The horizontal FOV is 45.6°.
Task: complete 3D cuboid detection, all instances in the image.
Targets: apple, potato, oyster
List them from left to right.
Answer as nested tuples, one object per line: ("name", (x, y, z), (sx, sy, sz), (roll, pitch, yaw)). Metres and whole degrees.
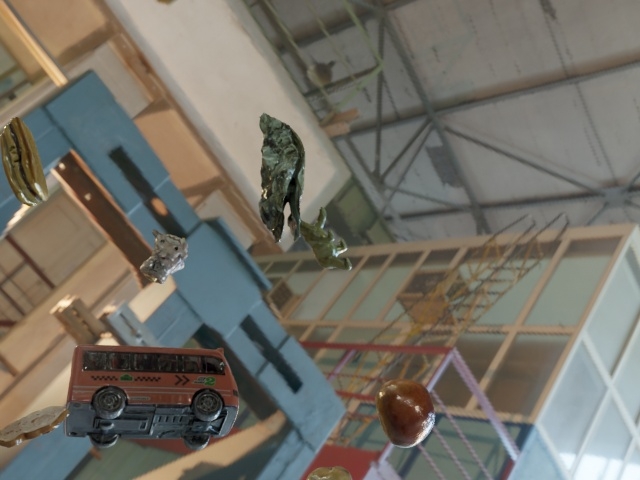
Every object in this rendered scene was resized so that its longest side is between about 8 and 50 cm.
("oyster", (-0.105, -0.170, 2.041), (0.162, 0.158, 0.351), (0, -81, 54))
("potato", (0.015, 0.660, 2.029), (0.112, 0.147, 0.112), (53, -19, 27))
("apple", (0.270, 0.542, 2.406), (0.235, 0.173, 0.211), (85, -16, -72))

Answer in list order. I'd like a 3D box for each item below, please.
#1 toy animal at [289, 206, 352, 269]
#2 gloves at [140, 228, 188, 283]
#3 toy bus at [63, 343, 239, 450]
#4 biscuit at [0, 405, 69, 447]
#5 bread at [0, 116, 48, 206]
("toy animal", (0.000, 0.000, 2.201), (0.101, 0.103, 0.219), (-26, -64, 14))
("gloves", (-0.409, 0.044, 2.010), (0.110, 0.144, 0.094), (18, -18, -10))
("toy bus", (-0.436, 0.396, 1.970), (0.426, 0.233, 0.203), (5, -42, -18))
("biscuit", (-0.528, 0.341, 1.399), (0.102, 0.130, 0.019), (10, -61, 59))
("bread", (-0.704, -0.185, 1.802), (0.116, 0.077, 0.201), (74, -5, -73))
